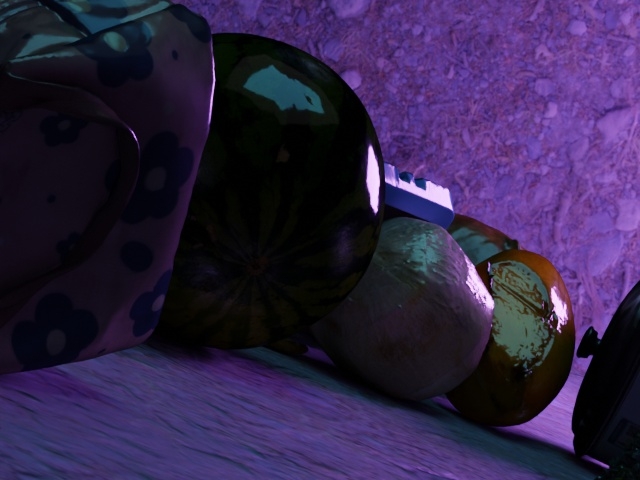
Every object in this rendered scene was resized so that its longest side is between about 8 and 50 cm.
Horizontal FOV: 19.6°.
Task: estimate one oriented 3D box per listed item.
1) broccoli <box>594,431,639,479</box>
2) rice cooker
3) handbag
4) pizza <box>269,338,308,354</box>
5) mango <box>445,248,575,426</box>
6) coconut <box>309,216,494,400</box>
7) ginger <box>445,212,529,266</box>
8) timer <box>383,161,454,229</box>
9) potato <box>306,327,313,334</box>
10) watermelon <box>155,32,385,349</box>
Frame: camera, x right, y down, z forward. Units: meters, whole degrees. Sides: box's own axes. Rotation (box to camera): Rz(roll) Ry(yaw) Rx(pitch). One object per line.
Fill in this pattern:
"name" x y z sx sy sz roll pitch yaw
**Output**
"broccoli" 0.300 0.222 1.371 0.220 0.194 0.194 -3 -12 33
"rice cooker" 0.392 0.159 2.049 0.227 0.241 0.280 25 -37 5
"handbag" -0.196 -0.043 1.152 0.190 0.251 0.193 24 20 28
"pizza" -0.051 0.101 1.887 0.083 0.016 0.037 18 5 -16
"mango" 0.212 0.102 2.050 0.154 0.126 0.252 40 38 -10
"coconut" 0.077 0.065 1.911 0.194 0.194 0.194 23 3 -1
"ginger" 0.167 0.074 2.255 0.223 0.200 0.269 24 2 -15
"timer" 0.000 0.000 1.982 0.250 0.091 0.232 -25 -25 28
"potato" 0.028 0.065 2.164 0.178 0.109 0.118 27 -36 50
"watermelon" -0.083 -0.044 1.650 0.285 0.285 0.285 23 3 -1
